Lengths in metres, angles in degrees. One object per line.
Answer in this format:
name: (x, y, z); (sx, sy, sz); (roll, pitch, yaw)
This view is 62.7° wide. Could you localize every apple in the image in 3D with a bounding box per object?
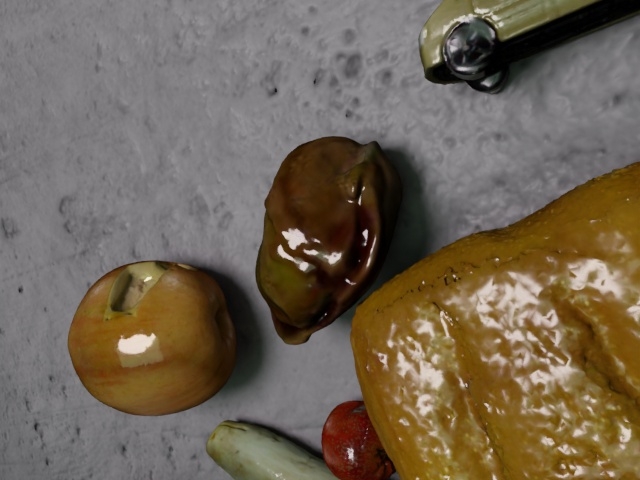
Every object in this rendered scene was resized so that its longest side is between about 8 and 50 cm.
apple: (-0.185, 0.110, 0.605); (0.199, 0.199, 0.199); (6, 103, 25)

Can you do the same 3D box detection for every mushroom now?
mushroom: (0.014, 0.300, 0.589); (0.333, 0.087, 0.107); (13, 119, 30)

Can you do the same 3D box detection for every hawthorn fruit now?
hawthorn fruit: (0.041, 0.215, 0.562); (0.093, 0.093, 0.093); (6, 103, 25)

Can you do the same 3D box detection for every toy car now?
toy car: (0.190, -0.207, 0.386); (0.256, 0.101, 0.124); (-16, 89, 27)

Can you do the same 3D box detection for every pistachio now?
pistachio: (0.000, 0.000, 0.500); (0.130, 0.165, 0.210); (18, 101, -21)

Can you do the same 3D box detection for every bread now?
bread: (0.196, 0.138, 0.389); (0.337, 0.148, 0.328); (-29, 71, 29)
